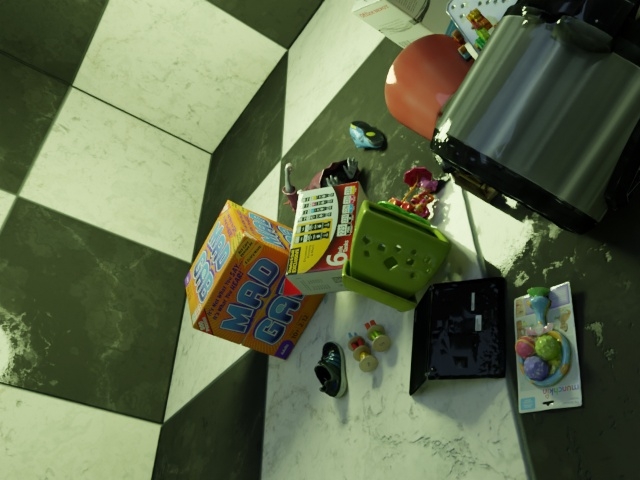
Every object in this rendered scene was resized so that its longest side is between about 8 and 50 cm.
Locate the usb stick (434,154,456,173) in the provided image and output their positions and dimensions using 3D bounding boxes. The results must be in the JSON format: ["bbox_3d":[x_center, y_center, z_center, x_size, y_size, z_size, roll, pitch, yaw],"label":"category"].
[{"bbox_3d":[0.408,-0.238,1.383,0.278,0.045,0.077,-24,39,10],"label":"usb stick"}]

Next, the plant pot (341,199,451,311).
[{"bbox_3d":[0.175,0.042,1.470,0.227,0.228,0.207,-66,-3,-80],"label":"plant pot"}]

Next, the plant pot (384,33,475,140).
[{"bbox_3d":[0.339,-0.378,1.557,0.275,0.275,0.243,-54,37,22],"label":"plant pot"}]

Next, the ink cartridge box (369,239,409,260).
[{"bbox_3d":[0.188,0.040,1.700,0.206,0.045,0.208,13,81,65],"label":"ink cartridge box"}]

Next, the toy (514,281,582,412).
[{"bbox_3d":[0.416,0.199,1.116,0.137,0.056,0.237,-32,41,51],"label":"toy"}]

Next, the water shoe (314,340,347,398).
[{"bbox_3d":[0.024,0.362,1.692,0.073,0.080,0.203,-53,28,23],"label":"water shoe"}]

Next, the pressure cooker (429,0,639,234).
[{"bbox_3d":[0.452,-0.266,1.088,0.420,0.376,0.370,-60,23,13],"label":"pressure cooker"}]

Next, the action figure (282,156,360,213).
[{"bbox_3d":[0.001,-0.158,2.132,0.370,0.248,0.275,-29,70,50],"label":"action figure"}]

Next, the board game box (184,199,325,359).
[{"bbox_3d":[-0.226,0.133,2.050,0.356,0.356,0.356,-60,26,12],"label":"board game box"}]

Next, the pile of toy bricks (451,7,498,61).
[{"bbox_3d":[0.396,-0.486,1.403,0.118,0.105,0.212,-40,62,14],"label":"pile of toy bricks"}]

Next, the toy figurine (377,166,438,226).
[{"bbox_3d":[0.272,-0.132,1.641,0.173,0.130,0.159,22,78,43],"label":"toy figurine"}]

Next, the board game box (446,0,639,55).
[{"bbox_3d":[0.536,-0.579,1.393,0.390,0.050,0.390,-45,59,36],"label":"board game box"}]

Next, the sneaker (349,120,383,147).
[{"bbox_3d":[0.167,-0.360,2.087,0.209,0.069,0.082,-129,33,-53],"label":"sneaker"}]

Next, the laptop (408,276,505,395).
[{"bbox_3d":[0.308,0.227,1.347,0.264,0.136,0.234,-10,56,30],"label":"laptop"}]

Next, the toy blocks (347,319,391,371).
[{"bbox_3d":[0.126,0.272,1.607,0.123,0.054,0.148,-60,26,14],"label":"toy blocks"}]

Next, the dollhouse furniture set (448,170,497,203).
[{"bbox_3d":[0.397,-0.208,1.429,0.151,0.123,0.144,-51,29,27],"label":"dollhouse furniture set"}]

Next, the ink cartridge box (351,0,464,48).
[{"bbox_3d":[0.289,-0.728,1.874,0.223,0.308,0.129,21,87,64],"label":"ink cartridge box"}]

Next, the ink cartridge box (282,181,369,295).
[{"bbox_3d":[0.000,0.000,1.757,0.272,0.130,0.309,-9,53,22],"label":"ink cartridge box"}]
